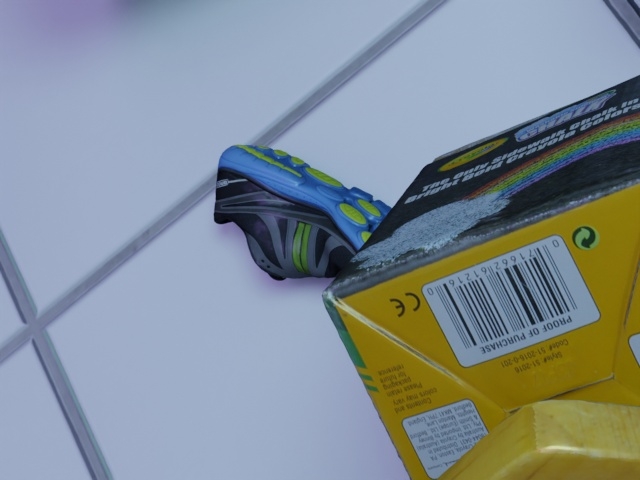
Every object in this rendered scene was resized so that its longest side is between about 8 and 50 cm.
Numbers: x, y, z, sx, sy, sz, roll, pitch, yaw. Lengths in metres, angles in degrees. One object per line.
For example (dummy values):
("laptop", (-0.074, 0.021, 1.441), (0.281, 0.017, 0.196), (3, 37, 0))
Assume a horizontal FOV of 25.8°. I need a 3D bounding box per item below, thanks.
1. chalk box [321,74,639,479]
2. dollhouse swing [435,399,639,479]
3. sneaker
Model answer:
("chalk box", (0.151, 0.026, 0.770), (0.180, 0.289, 0.179), (-21, 101, 25))
("dollhouse swing", (0.004, 0.224, 0.499), (0.315, 0.305, 0.347), (-51, 23, 40))
("sneaker", (0.000, 0.000, 0.961), (0.188, 0.067, 0.078), (31, 115, 29))
